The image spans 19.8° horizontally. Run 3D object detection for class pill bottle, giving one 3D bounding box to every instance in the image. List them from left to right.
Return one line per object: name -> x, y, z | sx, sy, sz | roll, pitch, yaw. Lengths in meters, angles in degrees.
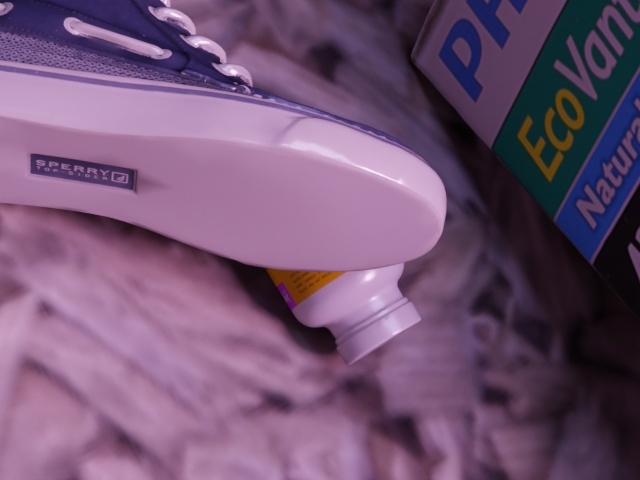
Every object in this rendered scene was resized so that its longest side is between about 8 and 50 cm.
pill bottle -> 0.000, 0.000, 0.631 | 0.043, 0.043, 0.083 | -28, 83, -40

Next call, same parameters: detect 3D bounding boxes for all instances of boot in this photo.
boot -> -0.050, -0.051, 0.585 | 0.190, 0.069, 0.086 | 12, 55, -9

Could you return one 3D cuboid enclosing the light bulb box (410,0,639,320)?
light bulb box -> 0.296, -0.055, 0.674 | 0.358, 0.225, 0.361 | -15, 55, -38
